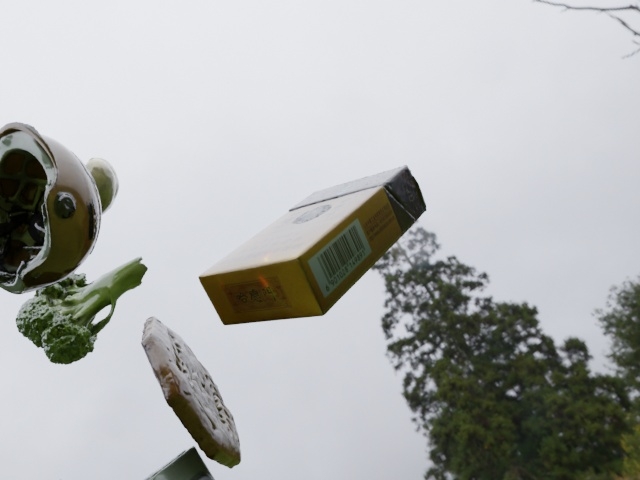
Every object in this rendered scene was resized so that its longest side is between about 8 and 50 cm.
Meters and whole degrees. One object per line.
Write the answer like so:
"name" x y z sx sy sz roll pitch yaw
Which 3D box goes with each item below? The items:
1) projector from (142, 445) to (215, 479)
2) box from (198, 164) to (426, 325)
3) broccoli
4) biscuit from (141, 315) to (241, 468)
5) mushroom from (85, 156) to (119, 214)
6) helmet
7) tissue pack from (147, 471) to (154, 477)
"projector" -0.292 0.567 1.060 0.248 0.249 0.248 -35 -8 8
"box" 0.001 0.000 1.118 0.264 0.116 0.415 -13 19 42
"broccoli" -0.607 0.177 1.477 0.302 0.254 0.186 -42 -49 -44
"biscuit" -0.264 0.309 1.209 0.046 0.359 0.359 -34 -38 -7
"mushroom" -0.550 -0.132 1.396 0.122 0.154 0.154 24 -56 -9
"helmet" -0.381 -0.038 0.800 0.130 0.198 0.225 10 -90 -61
"tissue pack" -0.365 0.676 1.370 0.123 0.245 0.332 20 -28 -16
